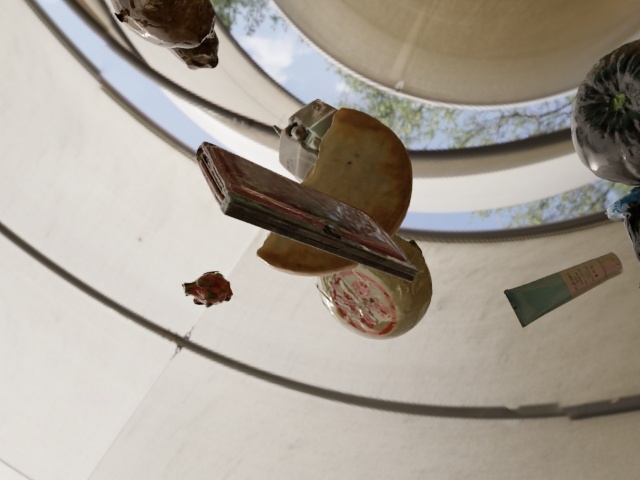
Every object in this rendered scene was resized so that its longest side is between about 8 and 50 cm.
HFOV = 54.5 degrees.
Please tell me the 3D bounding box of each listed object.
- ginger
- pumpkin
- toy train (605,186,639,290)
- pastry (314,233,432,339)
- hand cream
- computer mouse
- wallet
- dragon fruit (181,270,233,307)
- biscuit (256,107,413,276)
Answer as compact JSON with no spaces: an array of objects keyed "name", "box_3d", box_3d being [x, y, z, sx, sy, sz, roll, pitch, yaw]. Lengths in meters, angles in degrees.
[{"name":"ginger","box_3d":[-0.319,-0.491,1.069,0.176,0.418,0.254,-32,-175,1]},{"name":"pumpkin","box_3d":[0.432,-0.170,0.828,0.140,0.202,0.202,7,-145,-31]},{"name":"toy train","box_3d":[0.631,-0.024,0.974,0.300,0.265,0.188,6,-117,-42]},{"name":"pastry","box_3d":[0.107,0.090,1.284,0.264,0.265,0.133,31,-134,22]},{"name":"hand cream","box_3d":[0.664,0.128,1.693,0.312,0.070,0.111,-23,-104,1]},{"name":"computer mouse","box_3d":[0.014,-0.183,1.248,0.389,0.200,0.115,36,-174,36]},{"name":"wallet","box_3d":[-0.011,-0.026,0.622,0.232,0.025,0.119,21,-159,-36]},{"name":"dragon fruit","box_3d":[-0.263,0.114,1.441,0.116,0.086,0.081,-5,-125,-15]},{"name":"biscuit","box_3d":[0.044,-0.066,1.008,0.204,0.040,0.309,22,-106,25]}]
